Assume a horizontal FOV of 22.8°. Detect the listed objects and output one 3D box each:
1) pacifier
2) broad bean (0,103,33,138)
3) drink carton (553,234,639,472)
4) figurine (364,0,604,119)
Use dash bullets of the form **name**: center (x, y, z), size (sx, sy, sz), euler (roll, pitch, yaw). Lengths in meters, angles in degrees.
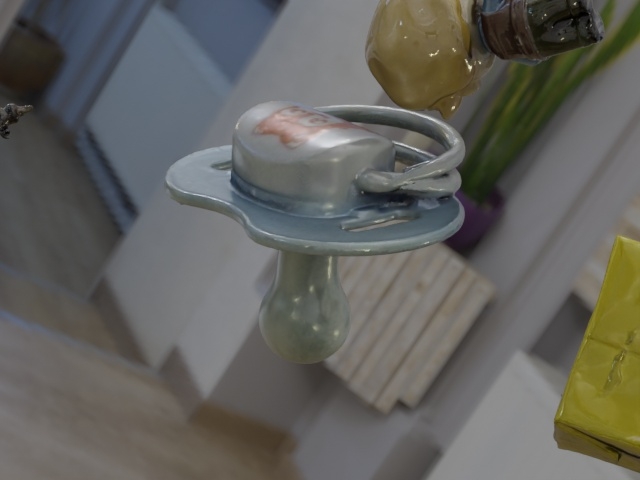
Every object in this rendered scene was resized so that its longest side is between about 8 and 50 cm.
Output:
- **pacifier**: center (0.000, 0.000, 1.442), size (0.244, 0.233, 0.299), euler (-7, 23, -36)
- **broad bean**: center (-0.424, -0.039, 1.538), size (0.061, 0.339, 0.077), euler (54, -10, -24)
- **drink carton**: center (0.354, 0.124, 1.122), size (0.351, 0.154, 0.111), euler (17, -14, 16)
- **figurine**: center (0.133, -0.178, 1.326), size (0.114, 0.196, 0.108), euler (59, 27, -35)
